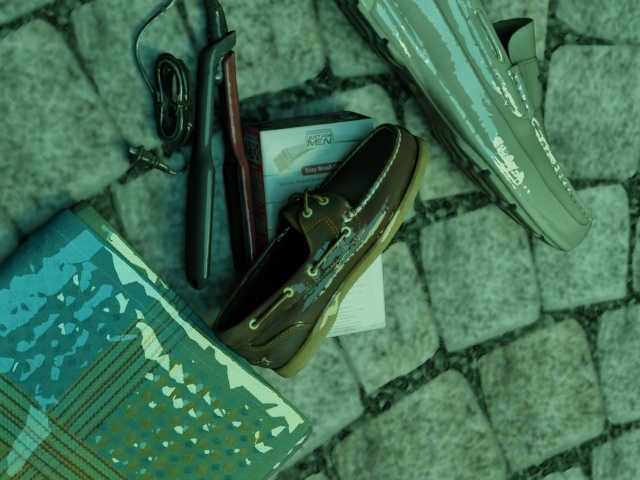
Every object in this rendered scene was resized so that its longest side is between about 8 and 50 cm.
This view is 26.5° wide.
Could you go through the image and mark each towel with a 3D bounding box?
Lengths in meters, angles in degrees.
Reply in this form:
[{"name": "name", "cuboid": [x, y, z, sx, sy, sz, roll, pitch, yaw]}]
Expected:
[{"name": "towel", "cuboid": [-0.220, 0.184, 1.008, 0.370, 0.040, 0.271, -45, 112, -7]}]

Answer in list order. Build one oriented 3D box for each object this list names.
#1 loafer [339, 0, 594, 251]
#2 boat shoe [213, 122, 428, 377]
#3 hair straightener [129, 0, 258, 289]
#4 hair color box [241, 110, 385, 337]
[{"name": "loafer", "cuboid": [0.127, -0.128, 1.048, 0.111, 0.112, 0.319, -39, 112, -2]}, {"name": "boat shoe", "cuboid": [0.000, 0.000, 0.983, 0.073, 0.073, 0.207, 32, 88, -26]}, {"name": "hair straightener", "cuboid": [-0.096, -0.075, 1.000, 0.089, 0.047, 0.230, -7, 103, -22]}, {"name": "hair color box", "cuboid": [-0.005, -0.011, 1.049, 0.093, 0.053, 0.167, -8, 105, -19]}]
